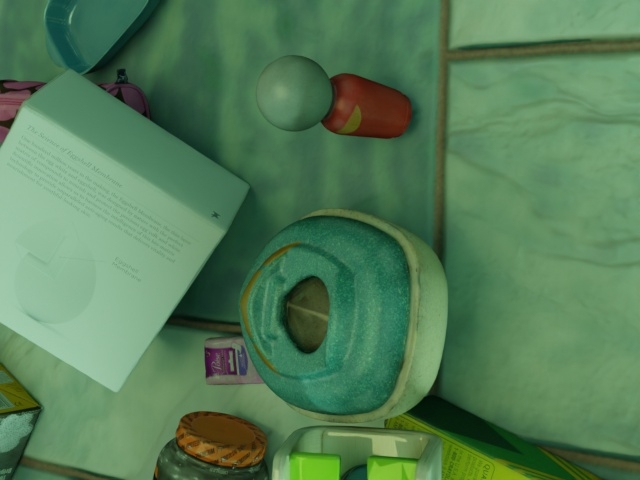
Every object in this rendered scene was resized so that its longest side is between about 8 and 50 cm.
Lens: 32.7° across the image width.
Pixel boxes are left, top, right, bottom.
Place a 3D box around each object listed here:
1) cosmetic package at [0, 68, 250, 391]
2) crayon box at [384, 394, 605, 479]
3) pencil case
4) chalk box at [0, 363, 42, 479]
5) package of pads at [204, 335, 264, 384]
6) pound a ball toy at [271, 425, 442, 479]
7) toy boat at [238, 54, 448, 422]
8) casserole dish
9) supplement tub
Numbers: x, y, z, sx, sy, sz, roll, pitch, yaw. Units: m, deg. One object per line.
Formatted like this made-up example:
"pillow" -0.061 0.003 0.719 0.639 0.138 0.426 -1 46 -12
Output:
"cosmetic package" -0.230 -0.012 1.107 0.224 0.138 0.224 33 115 -7
"crayon box" 0.178 0.289 0.919 0.319 0.081 0.202 24 105 33
"pencil case" -0.291 -0.143 1.227 0.209 0.098 0.095 4 94 36
"chalk box" -0.462 0.258 1.337 0.132 0.132 0.213 38 110 28
"package of pads" -0.081 0.123 1.127 0.083 0.032 0.050 -6 85 35
"pound a ball toy" 0.072 0.321 0.886 0.208 0.136 0.319 1 94 12
"toy boat" 0.000 0.000 0.974 0.267 0.148 0.318 -3 81 57
"casserole dish" -0.241 -0.267 1.226 0.188 0.037 0.114 -41 69 29
"supplement tub" -0.120 0.278 1.106 0.117 0.117 0.190 22 103 33
